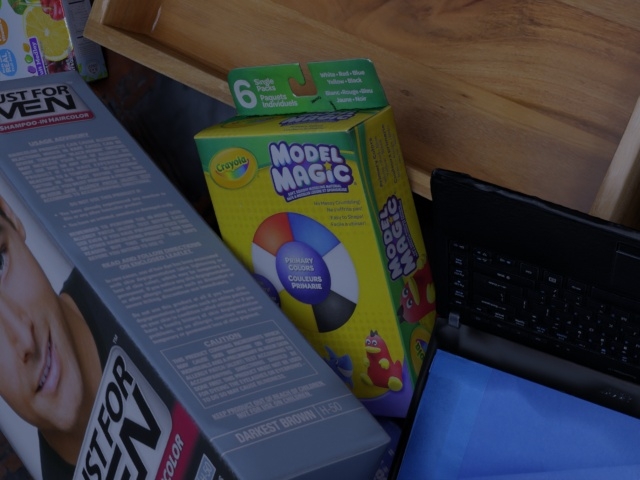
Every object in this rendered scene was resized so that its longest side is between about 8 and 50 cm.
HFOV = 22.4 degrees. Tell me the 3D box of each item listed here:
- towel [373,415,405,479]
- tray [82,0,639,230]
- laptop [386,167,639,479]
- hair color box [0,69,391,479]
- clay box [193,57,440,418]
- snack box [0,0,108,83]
[{"bbox_3d":[-0.027,0.288,1.067,0.336,0.040,0.243,-38,63,24],"label":"towel"},{"bbox_3d":[0.047,-0.153,1.039,0.411,0.076,0.202,27,101,28],"label":"tray"},{"bbox_3d":[0.150,0.110,0.885,0.234,0.264,0.136,18,65,14],"label":"laptop"},{"bbox_3d":[-0.129,0.075,1.049,0.374,0.114,0.185,48,135,32],"label":"hair color box"},{"bbox_3d":[0.000,0.000,1.014,0.127,0.053,0.222,0,113,39],"label":"clay box"},{"bbox_3d":[-0.236,-0.156,1.216,0.141,0.037,0.100,-7,100,31],"label":"snack box"}]
